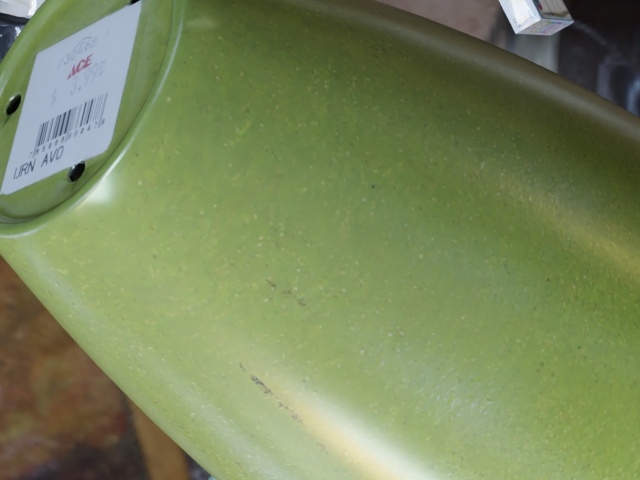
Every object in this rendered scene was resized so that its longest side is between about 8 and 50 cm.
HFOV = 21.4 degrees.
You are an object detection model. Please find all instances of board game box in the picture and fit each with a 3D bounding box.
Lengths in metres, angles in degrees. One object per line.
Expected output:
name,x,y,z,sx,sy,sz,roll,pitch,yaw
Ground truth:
board game box,0.159,-0.250,1.453,0.154,0.026,0.103,64,24,6

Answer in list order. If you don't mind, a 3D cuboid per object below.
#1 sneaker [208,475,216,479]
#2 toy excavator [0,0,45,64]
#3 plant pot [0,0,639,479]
sneaker,-0.149,0.304,1.782,0.256,0.094,0.151,26,63,-43
toy excavator,-0.264,-0.326,1.809,0.445,0.433,0.222,-14,113,-47
plant pot,0.000,0.000,0.759,0.293,0.274,0.275,32,77,-37
